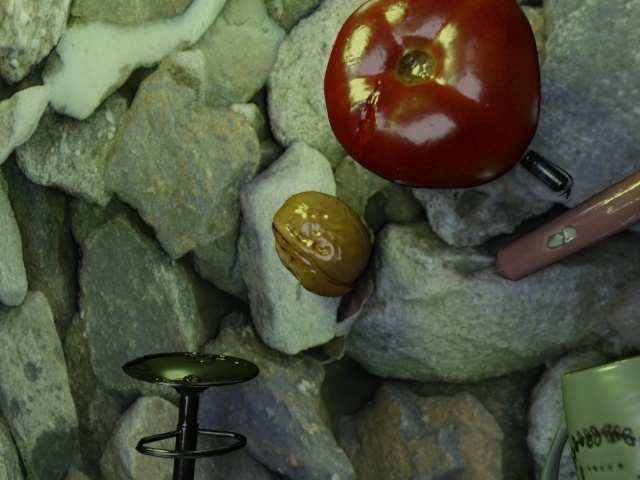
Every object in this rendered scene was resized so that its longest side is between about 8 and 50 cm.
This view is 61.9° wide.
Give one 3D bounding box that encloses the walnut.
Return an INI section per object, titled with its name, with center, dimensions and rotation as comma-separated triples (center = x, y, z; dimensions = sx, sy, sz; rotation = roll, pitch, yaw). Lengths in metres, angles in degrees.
[walnut]
center = 0.000, 0.000, 0.838
dimensions = 0.180, 0.144, 0.144
rotation = 40, 104, 27

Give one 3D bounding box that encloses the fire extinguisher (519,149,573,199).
[fire extinguisher]
center = 0.323, -0.094, 0.749
dimensions = 0.038, 0.025, 0.083
rotation = -40, 69, -6

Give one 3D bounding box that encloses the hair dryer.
[hair dryer]
center = 0.353, -0.031, 0.647
dimensions = 0.352, 0.210, 0.125
rotation = -38, 76, 34

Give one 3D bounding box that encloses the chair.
[chair]
center = -0.226, 0.402, 0.875
dimensions = 0.226, 0.226, 0.401
rotation = 5, 90, 26

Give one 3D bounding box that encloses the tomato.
[tomato]
center = 0.158, -0.202, 0.726
dimensions = 0.298, 0.226, 0.299
rotation = -6, 76, 25

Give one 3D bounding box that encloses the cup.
[cup]
center = 0.365, 0.269, 0.639
dimensions = 0.258, 0.186, 0.234
rotation = -39, 60, 48
